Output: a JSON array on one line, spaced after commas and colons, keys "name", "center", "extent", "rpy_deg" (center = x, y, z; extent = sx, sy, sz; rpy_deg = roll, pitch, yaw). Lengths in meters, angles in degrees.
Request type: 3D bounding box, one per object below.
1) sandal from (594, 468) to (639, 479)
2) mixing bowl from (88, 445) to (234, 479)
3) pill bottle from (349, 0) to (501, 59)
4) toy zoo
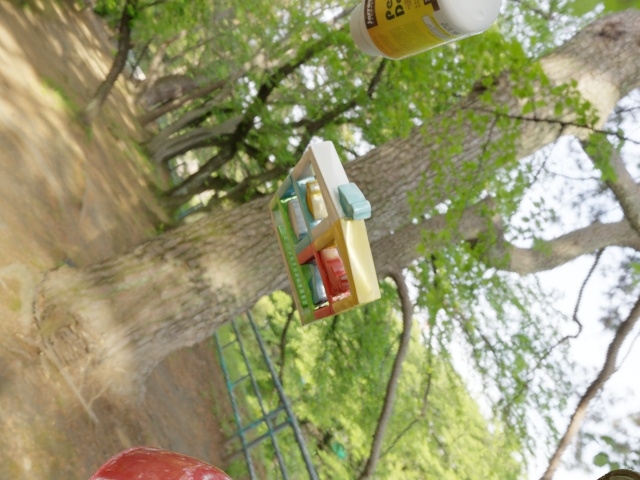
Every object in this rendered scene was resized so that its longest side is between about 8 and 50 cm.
[{"name": "sandal", "center": [0.251, 0.299, 0.518], "extent": [0.090, 0.060, 0.219], "rpy_deg": [152, -55, -62]}, {"name": "mixing bowl", "center": [-0.124, 0.271, 0.577], "extent": [0.181, 0.098, 0.181], "rpy_deg": [40, 40, -43]}, {"name": "pill bottle", "center": [0.137, -0.324, 0.899], "extent": [0.215, 0.117, 0.117], "rpy_deg": [0, -55, 56]}, {"name": "toy zoo", "center": [0.000, 0.000, 0.812], "extent": [0.293, 0.030, 0.192], "rpy_deg": [142, -68, -69]}]
